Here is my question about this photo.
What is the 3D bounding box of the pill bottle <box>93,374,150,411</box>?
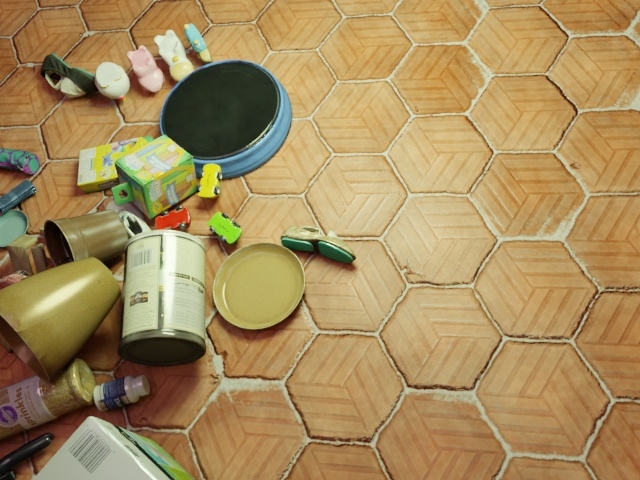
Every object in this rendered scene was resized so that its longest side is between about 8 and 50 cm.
[{"bbox_3d":[-0.473,0.362,1.621,0.120,0.067,0.067,-18,61,3],"label":"pill bottle"}]

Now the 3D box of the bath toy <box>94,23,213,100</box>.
[{"bbox_3d":[-0.503,-0.516,2.050,0.348,0.129,0.151,-23,77,-1],"label":"bath toy"}]

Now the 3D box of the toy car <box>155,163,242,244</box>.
[{"bbox_3d":[-0.293,-0.061,1.807,0.225,0.053,0.239,39,84,21],"label":"toy car"}]

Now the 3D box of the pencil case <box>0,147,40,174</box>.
[{"bbox_3d":[-0.918,-0.238,2.025,0.152,0.064,0.070,9,40,17],"label":"pencil case"}]

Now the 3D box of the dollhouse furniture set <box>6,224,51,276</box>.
[{"bbox_3d":[-0.740,0.038,1.867,0.144,0.123,0.151,7,30,14],"label":"dollhouse furniture set"}]

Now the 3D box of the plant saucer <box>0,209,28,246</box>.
[{"bbox_3d":[-0.884,-0.031,1.936,0.119,0.021,0.119,-5,62,10],"label":"plant saucer"}]

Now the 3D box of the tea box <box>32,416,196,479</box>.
[{"bbox_3d":[-0.355,0.559,1.348,0.329,0.323,0.220,34,75,24],"label":"tea box"}]

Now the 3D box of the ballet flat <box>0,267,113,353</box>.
[{"bbox_3d":[-0.669,0.192,1.735,0.342,0.116,0.124,-24,81,-2],"label":"ballet flat"}]

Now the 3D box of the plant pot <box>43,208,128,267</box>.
[{"bbox_3d":[-0.603,0.001,1.766,0.165,0.167,0.167,-24,55,-39],"label":"plant pot"}]

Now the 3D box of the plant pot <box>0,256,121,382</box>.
[{"bbox_3d":[-0.604,0.159,1.585,0.237,0.237,0.254,33,55,25],"label":"plant pot"}]

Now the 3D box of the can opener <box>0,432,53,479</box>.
[{"bbox_3d":[-0.719,0.516,1.608,0.186,0.073,0.059,-36,23,-11],"label":"can opener"}]

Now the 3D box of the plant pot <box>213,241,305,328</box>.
[{"bbox_3d":[-0.152,0.116,1.703,0.236,0.032,0.236,-5,62,9],"label":"plant pot"}]

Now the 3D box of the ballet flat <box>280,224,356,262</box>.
[{"bbox_3d":[0.000,0.000,1.712,0.206,0.073,0.067,15,56,16],"label":"ballet flat"}]

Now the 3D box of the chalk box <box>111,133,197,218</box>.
[{"bbox_3d":[-0.456,-0.161,1.820,0.132,0.132,0.213,38,58,26],"label":"chalk box"}]

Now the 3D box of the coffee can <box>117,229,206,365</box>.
[{"bbox_3d":[-0.377,0.141,1.639,0.202,0.201,0.275,-9,61,7],"label":"coffee can"}]

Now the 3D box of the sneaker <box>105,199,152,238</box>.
[{"bbox_3d":[-0.517,-0.055,1.831,0.080,0.094,0.212,-45,63,-11],"label":"sneaker"}]

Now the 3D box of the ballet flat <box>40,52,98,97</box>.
[{"bbox_3d":[-0.784,-0.501,2.126,0.280,0.095,0.096,30,82,34],"label":"ballet flat"}]

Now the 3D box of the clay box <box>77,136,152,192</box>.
[{"bbox_3d":[-0.581,-0.219,1.953,0.222,0.053,0.127,-10,61,5],"label":"clay box"}]

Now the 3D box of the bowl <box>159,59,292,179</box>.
[{"bbox_3d":[-0.278,-0.358,1.948,0.391,0.077,0.391,-5,62,9],"label":"bowl"}]

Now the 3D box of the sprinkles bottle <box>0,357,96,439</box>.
[{"bbox_3d":[-0.723,0.399,1.624,0.355,0.121,0.121,-22,61,-1],"label":"sprinkles bottle"}]

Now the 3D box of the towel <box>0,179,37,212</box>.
[{"bbox_3d":[-0.886,-0.128,1.971,0.119,0.029,0.067,-42,44,-19],"label":"towel"}]

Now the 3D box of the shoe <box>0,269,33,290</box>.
[{"bbox_3d":[-0.766,0.115,1.790,0.178,0.063,0.081,-16,102,11],"label":"shoe"}]
